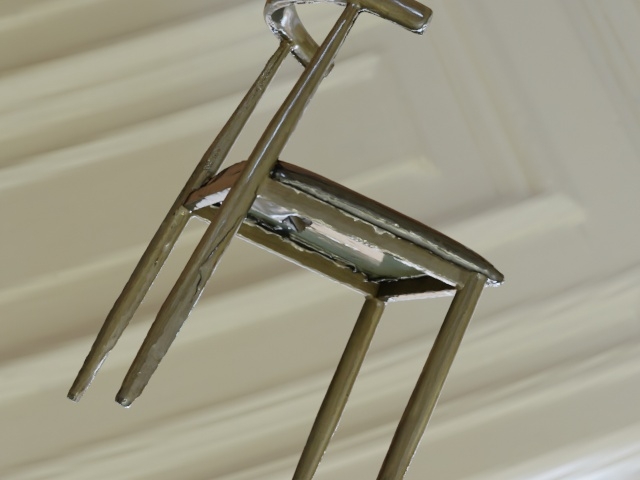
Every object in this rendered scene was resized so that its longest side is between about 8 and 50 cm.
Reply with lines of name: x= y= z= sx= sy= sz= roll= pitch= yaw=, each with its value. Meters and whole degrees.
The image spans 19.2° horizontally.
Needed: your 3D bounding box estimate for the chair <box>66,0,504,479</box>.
chair: x=0.000 y=0.000 z=1.059 sx=0.166 sy=0.272 sz=0.188 roll=26 pitch=170 yaw=-13
